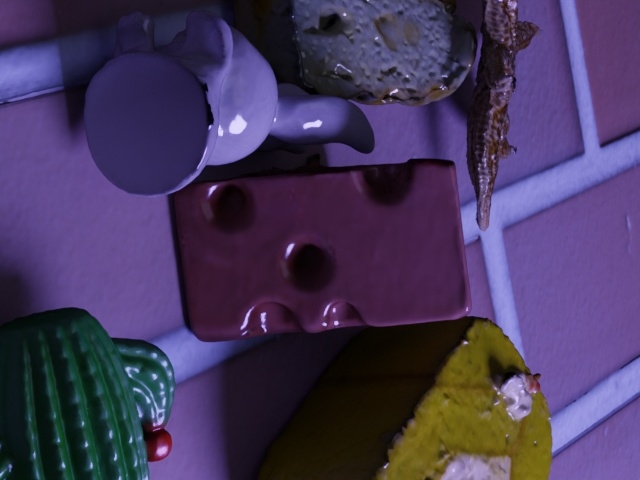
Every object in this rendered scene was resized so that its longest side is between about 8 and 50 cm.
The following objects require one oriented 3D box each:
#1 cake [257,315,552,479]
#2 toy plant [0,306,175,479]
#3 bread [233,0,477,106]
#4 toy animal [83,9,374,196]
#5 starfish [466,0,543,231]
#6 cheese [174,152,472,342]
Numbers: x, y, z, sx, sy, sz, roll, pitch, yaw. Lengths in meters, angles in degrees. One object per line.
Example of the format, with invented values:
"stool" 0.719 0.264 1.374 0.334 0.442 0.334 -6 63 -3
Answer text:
"cake" 0.071 0.184 1.407 0.260 0.156 0.179 -51 119 -41
"toy plant" -0.165 0.162 1.144 0.155 0.088 0.240 14 86 -40
"bread" 0.025 -0.164 1.434 0.232 0.088 0.128 -3 79 -49
"toy animal" -0.061 -0.105 1.291 0.221 0.104 0.130 -14 87 -57
"starfish" 0.156 -0.129 1.570 0.277 0.062 0.235 -66 161 -73
"cheese" 0.028 -0.003 1.337 0.203 0.177 0.128 -9 94 -54
